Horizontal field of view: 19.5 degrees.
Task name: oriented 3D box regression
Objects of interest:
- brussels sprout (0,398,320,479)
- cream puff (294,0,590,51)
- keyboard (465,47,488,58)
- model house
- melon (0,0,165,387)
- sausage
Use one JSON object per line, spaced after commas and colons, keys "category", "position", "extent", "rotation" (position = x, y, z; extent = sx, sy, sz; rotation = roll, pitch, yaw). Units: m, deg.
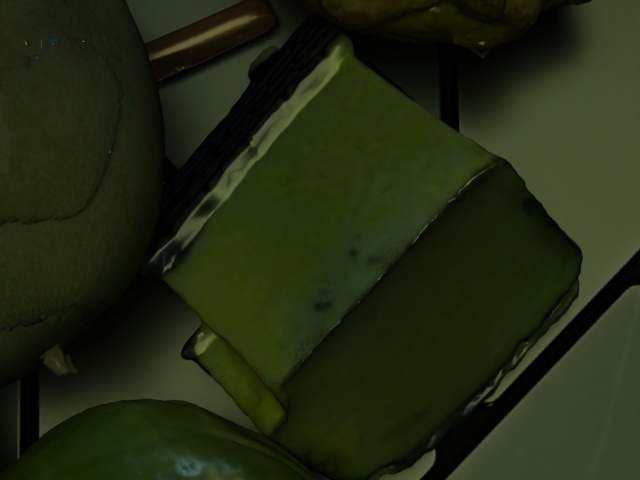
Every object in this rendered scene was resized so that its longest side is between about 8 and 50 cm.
{"category": "brussels sprout", "position": [-0.082, 0.195, 0.928], "extent": [0.244, 0.244, 0.244], "rotation": [0, 83, 2]}
{"category": "cream puff", "position": [0.063, -0.213, 1.013], "extent": [0.244, 0.196, 0.244], "rotation": [-2, 69, 6]}
{"category": "keyboard", "position": [0.116, -0.171, 1.106], "extent": [0.049, 0.015, 0.129], "rotation": [38, 86, 6]}
{"category": "model house", "position": [0.000, 0.000, 1.050], "extent": [0.194, 0.170, 0.211], "rotation": [-50, 56, 3]}
{"category": "melon", "position": [-0.219, -0.061, 0.978], "extent": [0.268, 0.268, 0.330], "rotation": [-39, 69, -3]}
{"category": "sausage", "position": [-0.081, -0.115, 1.103], "extent": [0.116, 0.026, 0.026], "rotation": [-24, 83, -2]}
